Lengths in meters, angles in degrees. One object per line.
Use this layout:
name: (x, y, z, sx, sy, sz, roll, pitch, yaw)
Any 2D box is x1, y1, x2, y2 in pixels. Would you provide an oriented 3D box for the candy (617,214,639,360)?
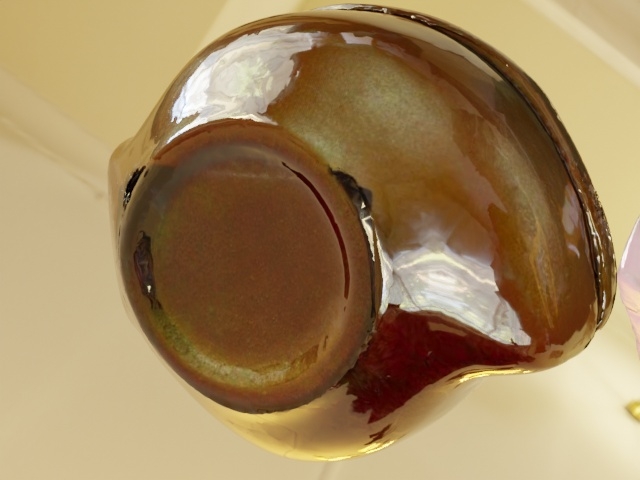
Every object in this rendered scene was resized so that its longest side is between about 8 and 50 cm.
candy: (0.307, 0.044, 0.830, 0.115, 0.155, 0.265, 22, 161, 33)

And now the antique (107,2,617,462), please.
antique: (0.000, 0.000, 0.574, 0.278, 0.223, 0.129, 9, -161, 38)
